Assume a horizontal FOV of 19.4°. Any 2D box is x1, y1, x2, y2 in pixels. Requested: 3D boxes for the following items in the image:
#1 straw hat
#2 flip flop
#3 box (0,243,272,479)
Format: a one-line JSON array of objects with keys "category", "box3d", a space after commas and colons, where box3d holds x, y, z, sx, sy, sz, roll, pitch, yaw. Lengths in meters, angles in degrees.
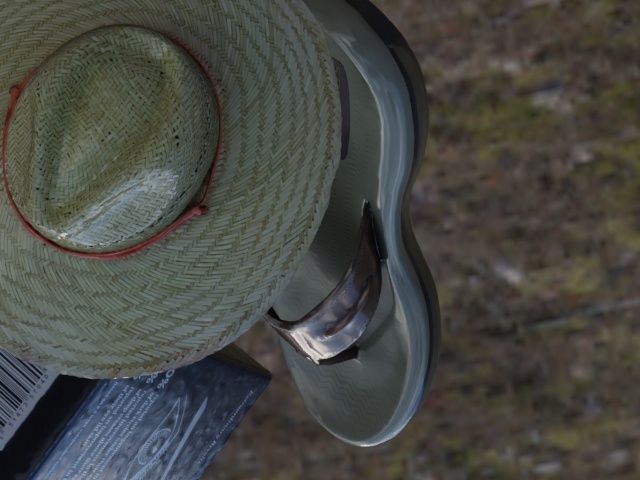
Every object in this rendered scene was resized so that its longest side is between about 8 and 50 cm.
[{"category": "straw hat", "box3d": [-0.062, -0.030, 0.546, 0.145, 0.144, 0.061, -7, 178, -2]}, {"category": "flip flop", "box3d": [0.000, 0.000, 0.934, 0.080, 0.112, 0.277, -38, 146, -32]}, {"category": "box", "box3d": [-0.147, 0.101, 1.193, 0.153, 0.108, 0.207, -53, 156, 2]}]
